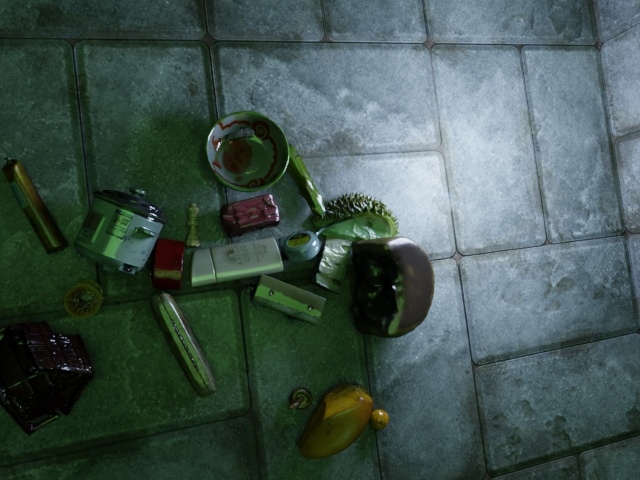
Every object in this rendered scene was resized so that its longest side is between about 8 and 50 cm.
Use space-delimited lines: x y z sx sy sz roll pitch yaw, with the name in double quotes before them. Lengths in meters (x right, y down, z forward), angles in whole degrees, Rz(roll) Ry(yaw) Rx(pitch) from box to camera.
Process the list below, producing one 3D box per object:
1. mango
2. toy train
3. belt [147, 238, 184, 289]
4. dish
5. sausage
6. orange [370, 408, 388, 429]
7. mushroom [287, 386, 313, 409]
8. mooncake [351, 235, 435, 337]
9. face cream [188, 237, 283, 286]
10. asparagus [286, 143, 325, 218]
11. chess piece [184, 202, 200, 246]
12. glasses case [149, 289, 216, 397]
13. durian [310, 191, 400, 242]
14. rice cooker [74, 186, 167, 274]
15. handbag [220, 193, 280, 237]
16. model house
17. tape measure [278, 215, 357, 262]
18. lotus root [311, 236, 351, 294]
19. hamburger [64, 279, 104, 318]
"mango" 0.057 0.716 1.895 0.199 0.201 0.350 40 83 20
"toy train" -0.140 0.235 1.860 0.299 0.202 0.131 22 78 -12
"belt" -0.563 0.085 1.767 0.124 0.128 0.201 5 52 -16
"dish" -0.291 -0.332 1.905 0.324 0.124 0.324 2 79 -12
"sausage" -1.012 -0.127 1.697 0.082 0.082 0.371 -29 93 -16
"orange" 0.243 0.740 2.004 0.083 0.070 0.083 0 89 -14
"mushroom" -0.092 0.627 1.907 0.129 0.073 0.088 -5 103 -50
"mooncake" 0.261 0.188 1.951 0.393 0.246 0.394 40 72 -25
"face cream" -0.330 0.079 1.855 0.348 0.081 0.173 -9 48 -16
"asparagus" -0.069 -0.243 1.980 0.082 0.085 0.343 -31 93 -3
"chess piece" -0.490 -0.059 1.857 0.060 0.060 0.172 0 84 -16
"glasses case" -0.500 0.374 1.767 0.098 0.156 0.425 -28 93 -18
"durian" 0.150 -0.093 2.044 0.394 0.163 0.198 -3 125 -13
"rice cooker" -0.689 -0.044 1.687 0.264 0.316 0.317 30 74 -56
"handbag" -0.272 -0.093 1.878 0.225 0.146 0.135 -14 84 -17
"model house" -0.936 0.418 1.633 0.282 0.297 0.317 -30 57 -25
"tape measure" 0.000 0.000 1.910 0.330 0.164 0.084 -16 129 1
"lotus root" 0.042 0.104 1.952 0.119 0.138 0.235 18 62 -9
"hamburger" -0.836 0.208 1.719 0.141 0.081 0.126 -42 98 -14
